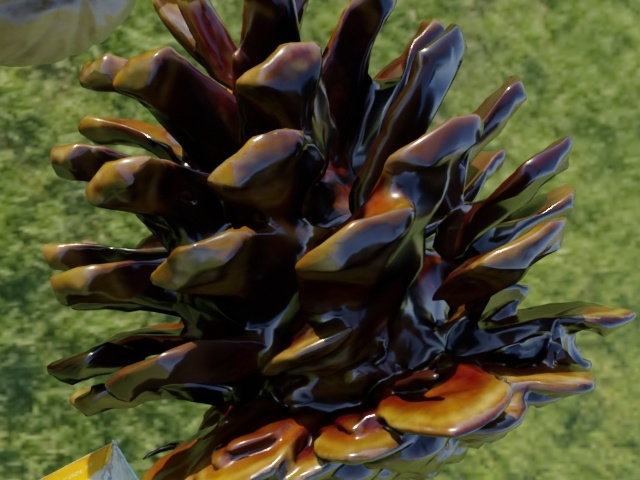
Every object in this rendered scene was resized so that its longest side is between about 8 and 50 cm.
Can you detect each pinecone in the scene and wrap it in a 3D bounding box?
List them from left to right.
[{"bbox_3d":[-0.007,0.001,0.598,0.264,0.264,0.264,14,73,-53],"label":"pinecone"}]

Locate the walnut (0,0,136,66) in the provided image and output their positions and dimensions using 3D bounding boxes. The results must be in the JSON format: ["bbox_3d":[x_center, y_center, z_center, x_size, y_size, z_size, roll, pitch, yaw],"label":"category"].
[{"bbox_3d":[-0.223,-0.235,0.903,0.225,0.261,0.225,-28,142,-24],"label":"walnut"}]

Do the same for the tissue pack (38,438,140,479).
[{"bbox_3d":[-0.234,0.314,1.169,0.185,0.225,0.124,60,6,-22],"label":"tissue pack"}]
